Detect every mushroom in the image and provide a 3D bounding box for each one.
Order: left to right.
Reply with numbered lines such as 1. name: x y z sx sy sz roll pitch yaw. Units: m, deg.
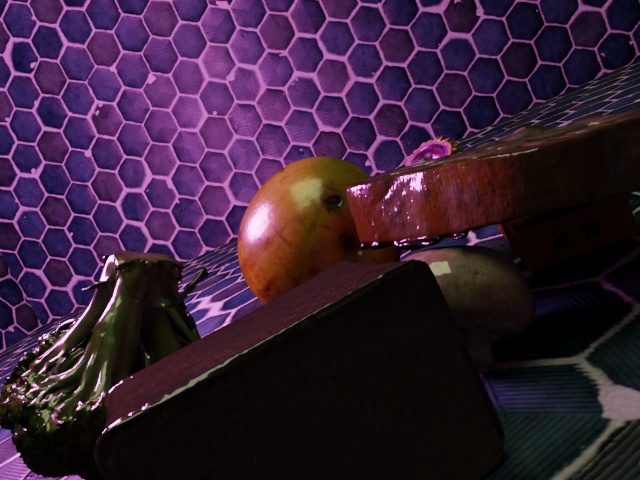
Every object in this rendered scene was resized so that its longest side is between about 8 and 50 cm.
1. mushroom: 0.144 0.073 0.602 0.166 0.166 0.127 -17 57 41

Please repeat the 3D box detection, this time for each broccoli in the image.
1. broccoli: -0.227 0.158 0.695 0.304 0.283 0.321 6 2 -31

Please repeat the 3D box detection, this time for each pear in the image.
1. pear: 0.000 0.000 0.900 0.281 0.280 0.281 -24 9 4

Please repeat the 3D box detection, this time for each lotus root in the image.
1. lotus root: 0.226 -0.074 0.673 0.391 0.111 0.375 -13 8 7

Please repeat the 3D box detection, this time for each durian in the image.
1. durian: 0.292 -0.149 1.331 0.154 0.186 0.260 -33 33 18

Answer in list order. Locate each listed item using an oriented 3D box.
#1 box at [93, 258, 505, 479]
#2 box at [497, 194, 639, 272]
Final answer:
1. box: -0.017 0.150 0.455 0.273 0.184 0.143 -27 6 -18
2. box: 0.363 -0.039 0.860 0.152 0.070 0.237 -23 8 13
